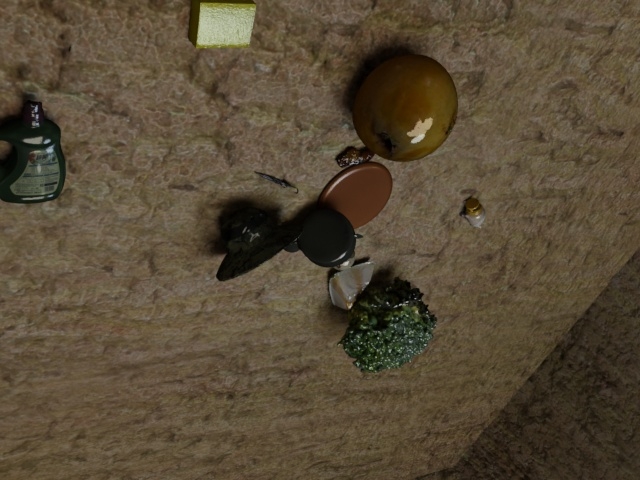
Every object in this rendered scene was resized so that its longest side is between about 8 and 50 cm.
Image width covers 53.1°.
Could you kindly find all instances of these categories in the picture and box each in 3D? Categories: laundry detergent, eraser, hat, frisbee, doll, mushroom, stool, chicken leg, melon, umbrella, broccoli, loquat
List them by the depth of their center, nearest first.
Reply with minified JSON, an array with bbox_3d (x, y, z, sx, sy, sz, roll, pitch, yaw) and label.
[{"bbox_3d":[-0.581,-0.178,1.263,0.144,0.078,0.221,-6,134,-25],"label":"laundry detergent"},{"bbox_3d":[-0.198,-0.441,1.290,0.122,0.045,0.097,-11,136,-28],"label":"eraser"},{"bbox_3d":[0.209,-0.321,1.564,0.263,0.263,0.263,-20,139,-18],"label":"loquat"},{"bbox_3d":[-0.184,-0.016,1.662,0.265,0.265,0.128,-30,108,-6],"label":"hat"},{"bbox_3d":[-0.113,-0.156,1.670,0.149,0.022,0.022,25,151,-38],"label":"umbrella"},{"bbox_3d":[0.109,-0.234,1.738,0.145,0.037,0.062,-17,125,-18],"label":"chicken leg"},{"bbox_3d":[0.002,-0.009,1.805,0.153,0.228,0.139,-66,166,-8],"label":"stool"},{"bbox_3d":[0.103,-0.121,1.858,0.251,0.021,0.250,-18,139,-17],"label":"frisbee"},{"bbox_3d":[0.063,0.050,1.970,0.085,0.085,0.079,-28,176,-8],"label":"mushroom"},{"bbox_3d":[0.091,0.135,2.061,0.139,0.093,0.202,32,103,-41],"label":"melon"},{"bbox_3d":[0.219,0.289,2.135,0.334,0.272,0.324,-43,164,1],"label":"broccoli"},{"bbox_3d":[0.513,-0.085,2.157,0.084,0.073,0.127,-8,142,21],"label":"doll"}]
